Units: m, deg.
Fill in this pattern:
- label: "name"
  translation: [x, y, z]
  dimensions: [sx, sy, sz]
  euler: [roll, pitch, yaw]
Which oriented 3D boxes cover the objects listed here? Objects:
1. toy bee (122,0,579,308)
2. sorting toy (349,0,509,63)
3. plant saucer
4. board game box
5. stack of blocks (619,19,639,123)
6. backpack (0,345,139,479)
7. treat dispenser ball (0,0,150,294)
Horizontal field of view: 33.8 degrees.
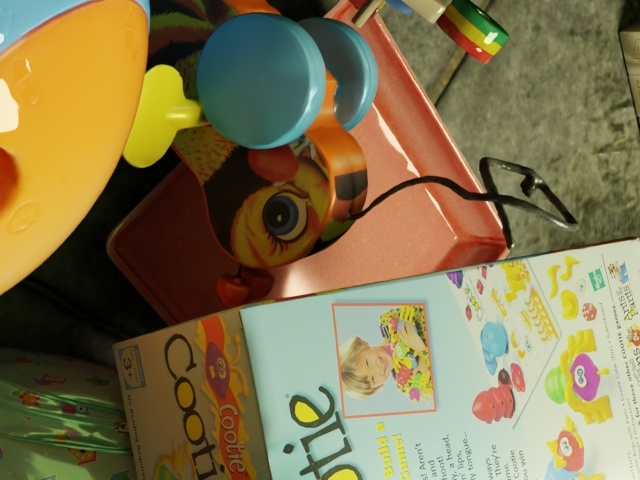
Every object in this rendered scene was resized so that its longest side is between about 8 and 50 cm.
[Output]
- label: "toy bee"
  translation: [-0.038, -0.049, 0.584]
  dimensions: [0.195, 0.298, 0.162]
  euler: [9, 124, -49]
- label: "sorting toy"
  translation: [0.003, -0.184, 0.652]
  dimensions: [0.274, 0.132, 0.046]
  euler: [36, 110, -11]
- label: "plant saucer"
  translation: [0.000, 0.000, 0.757]
  dimensions: [0.259, 0.047, 0.258]
  euler: [-48, 122, -20]
- label: "board game box"
  translation: [0.050, 0.093, 0.580]
  dimensions: [0.275, 0.142, 0.144]
  euler: [-7, 83, -36]
- label: "stack of blocks"
  translation: [0.404, -0.094, 1.022]
  dimensions: [0.171, 0.087, 0.297]
  euler: [-32, 115, -29]
- label: "backpack"
  translation: [-0.146, 0.128, 0.618]
  dimensions: [0.182, 0.152, 0.115]
  euler: [15, 82, -25]
- label: "treat dispenser ball"
  translation: [-0.214, -0.095, 0.428]
  dimensions: [0.288, 0.288, 0.288]
  euler: [-6, 101, -36]
